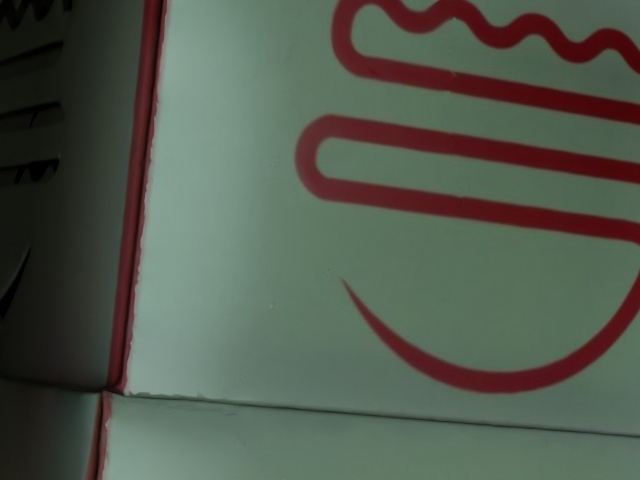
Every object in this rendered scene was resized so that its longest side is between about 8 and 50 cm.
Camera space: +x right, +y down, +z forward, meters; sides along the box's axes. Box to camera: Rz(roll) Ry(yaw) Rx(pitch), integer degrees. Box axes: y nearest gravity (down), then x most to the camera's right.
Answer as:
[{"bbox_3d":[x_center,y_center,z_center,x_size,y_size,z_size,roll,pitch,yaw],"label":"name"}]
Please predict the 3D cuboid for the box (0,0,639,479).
[{"bbox_3d":[0.000,0.000,0.815,0.312,0.314,0.300,7,87,-26],"label":"box"}]
